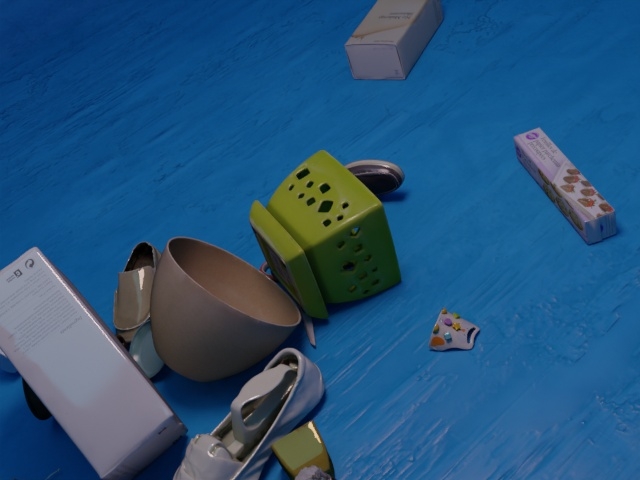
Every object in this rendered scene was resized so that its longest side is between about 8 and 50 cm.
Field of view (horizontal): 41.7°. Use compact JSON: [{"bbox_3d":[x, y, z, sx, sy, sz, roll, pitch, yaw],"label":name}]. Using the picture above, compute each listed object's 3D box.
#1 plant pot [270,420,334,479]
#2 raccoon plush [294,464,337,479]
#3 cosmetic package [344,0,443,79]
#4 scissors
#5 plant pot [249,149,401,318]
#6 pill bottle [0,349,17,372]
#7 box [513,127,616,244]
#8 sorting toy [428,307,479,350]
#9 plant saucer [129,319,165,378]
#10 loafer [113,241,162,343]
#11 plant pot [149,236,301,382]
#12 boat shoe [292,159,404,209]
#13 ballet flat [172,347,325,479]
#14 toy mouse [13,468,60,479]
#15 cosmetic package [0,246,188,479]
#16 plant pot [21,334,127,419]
[{"bbox_3d":[-0.020,0.359,1.358,0.081,0.081,0.083,-29,52,-10],"label":"plant pot"},{"bbox_3d":[0.039,0.528,1.107,0.299,0.216,0.446,-49,23,-15],"label":"raccoon plush"},{"bbox_3d":[0.206,-0.571,2.291,0.160,0.113,0.309,6,46,29],"label":"cosmetic package"},{"bbox_3d":[-0.034,0.100,1.699,0.109,0.021,0.297,-27,38,-11],"label":"scissors"},{"bbox_3d":[0.000,0.000,1.632,0.207,0.228,0.227,-32,45,-12],"label":"plant pot"},{"bbox_3d":[-0.624,0.187,1.788,0.103,0.103,0.184,5,45,27],"label":"pill bottle"},{"bbox_3d":[0.487,-0.116,1.690,0.063,0.067,0.324,-21,40,-1],"label":"box"},{"bbox_3d":[0.244,0.162,1.504,0.075,0.045,0.083,20,51,14],"label":"sorting toy"},{"bbox_3d":[-0.332,0.216,1.661,0.119,0.021,0.119,-15,66,36],"label":"plant saucer"},{"bbox_3d":[-0.394,0.106,1.791,0.102,0.092,0.268,-13,40,9],"label":"loafer"},{"bbox_3d":[-0.204,0.150,1.560,0.191,0.284,0.284,-58,41,11],"label":"plant pot"},{"bbox_3d":[0.046,-0.107,1.846,0.285,0.103,0.092,-5,47,24],"label":"boat shoe"},{"bbox_3d":[-0.143,0.332,1.397,0.139,0.139,0.400,18,53,37],"label":"ballet flat"},{"bbox_3d":[-0.525,0.470,1.480,0.161,0.031,0.143,-33,41,-15],"label":"toy mouse"},{"bbox_3d":[-0.408,0.220,1.437,0.156,0.217,0.385,-38,74,-13],"label":"cosmetic package"},{"bbox_3d":[-0.459,0.253,1.611,0.165,0.167,0.167,-7,41,5],"label":"plant pot"}]
